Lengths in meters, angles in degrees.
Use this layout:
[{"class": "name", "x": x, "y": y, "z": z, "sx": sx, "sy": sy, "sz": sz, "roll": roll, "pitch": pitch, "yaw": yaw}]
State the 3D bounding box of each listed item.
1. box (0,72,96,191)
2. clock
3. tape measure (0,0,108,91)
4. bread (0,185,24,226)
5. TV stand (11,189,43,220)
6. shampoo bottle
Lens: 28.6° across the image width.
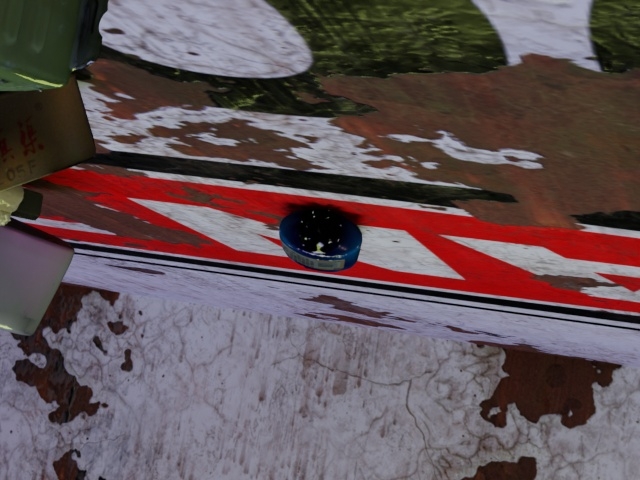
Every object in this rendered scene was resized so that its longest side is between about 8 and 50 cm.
[{"class": "box", "x": -0.294, "y": -0.064, "z": 0.910, "sx": 0.240, "sy": 0.071, "sz": 0.159, "roll": 1, "pitch": -159, "yaw": 47}, {"class": "clock", "x": -0.432, "y": -0.008, "z": 1.339, "sx": 0.338, "sy": 0.102, "sz": 0.338, "roll": 23, "pitch": 177, "yaw": 1}, {"class": "tape measure", "x": -0.215, "y": -0.119, "z": 0.573, "sx": 0.154, "sy": 0.087, "sz": 0.177, "roll": 4, "pitch": 169, "yaw": 41}, {"class": "bread", "x": -0.369, "y": -0.071, "z": 1.127, "sx": 0.139, "sy": 0.060, "sz": 0.178, "roll": 29, "pitch": -176, "yaw": 33}, {"class": "TV stand", "x": -0.451, "y": -0.045, "z": 1.592, "sx": 0.256, "sy": 0.040, "sz": 0.049, "roll": 0, "pitch": 168, "yaw": 39}, {"class": "shampoo bottle", "x": 0.000, "y": 0.000, "z": 1.331, "sx": 0.087, "sy": 0.050, "sz": 0.183, "roll": 12, "pitch": 173, "yaw": 2}]
